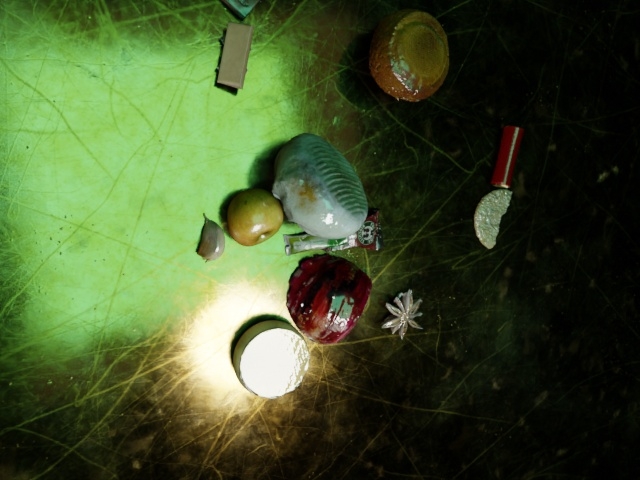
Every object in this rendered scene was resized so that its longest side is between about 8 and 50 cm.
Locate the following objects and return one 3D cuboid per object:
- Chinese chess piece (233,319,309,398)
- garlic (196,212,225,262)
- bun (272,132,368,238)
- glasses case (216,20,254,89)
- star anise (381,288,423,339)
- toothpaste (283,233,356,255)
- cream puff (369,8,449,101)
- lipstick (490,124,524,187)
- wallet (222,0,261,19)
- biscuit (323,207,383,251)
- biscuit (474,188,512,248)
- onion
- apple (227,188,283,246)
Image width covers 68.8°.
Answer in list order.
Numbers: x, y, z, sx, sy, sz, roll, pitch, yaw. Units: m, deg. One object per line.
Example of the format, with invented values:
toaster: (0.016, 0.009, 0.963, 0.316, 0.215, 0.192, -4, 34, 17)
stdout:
Chinese chess piece: (-0.164, 0.397, 1.570, 0.257, 0.104, 0.257, -3, 98, -21)
garlic: (-0.339, -0.002, 1.472, 0.084, 0.066, 0.152, 12, 94, -20)
bun: (-0.009, -0.154, 1.461, 0.211, 0.362, 0.362, -36, 112, 24)
glasses case: (-0.268, -0.566, 1.440, 0.102, 0.070, 0.193, 12, 95, 6)
star anise: (0.307, 0.285, 1.764, 0.195, 0.065, 0.182, -23, 109, -21)
toothpaste: (0.000, 0.000, 1.591, 0.248, 0.047, 0.078, -9, 102, 1)
cream puff: (0.287, -0.612, 1.567, 0.303, 0.212, 0.303, 0, 89, -27)
lipstick: (0.737, -0.330, 1.844, 0.080, 0.080, 0.241, 11, 92, -22)
wallet: (-0.211, -0.805, 1.436, 0.124, 0.042, 0.230, 40, 81, -17)
biscuit: (0.123, -0.037, 1.651, 0.235, 0.063, 0.151, -3, 106, -24)
biscuit: (0.679, -0.101, 1.875, 0.133, 0.032, 0.250, 20, 90, -21)
onion: (0.026, 0.206, 1.602, 0.280, 0.146, 0.314, 35, 88, -17)
apple: (-0.208, -0.076, 1.465, 0.182, 0.182, 0.155, -26, 76, -16)
